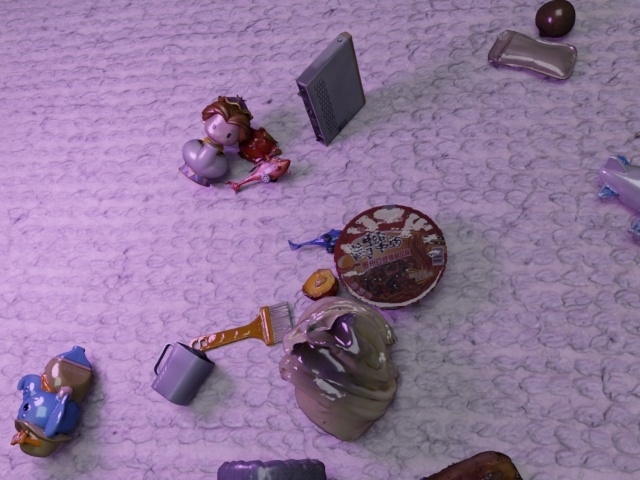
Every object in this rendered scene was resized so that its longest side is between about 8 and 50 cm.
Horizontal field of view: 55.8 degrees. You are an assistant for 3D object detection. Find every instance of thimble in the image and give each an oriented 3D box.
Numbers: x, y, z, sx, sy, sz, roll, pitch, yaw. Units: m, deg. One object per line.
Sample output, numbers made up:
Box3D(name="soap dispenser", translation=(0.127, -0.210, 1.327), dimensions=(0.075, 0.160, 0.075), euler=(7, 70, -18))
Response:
Box3D(name="thimble", translation=(-0.100, 0.545, 1.249), dimensions=(0.236, 0.205, 0.172), euler=(3, 69, -14))

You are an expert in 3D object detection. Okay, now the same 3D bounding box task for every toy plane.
Box3D(name="toy plane", translation=(-0.171, -0.180, 1.654), dimensions=(0.194, 0.126, 0.077), euler=(-25, 90, -2))
Box3D(name="toy plane", translation=(0.782, -0.115, 1.406), dimensions=(0.266, 0.123, 0.267), euler=(-4, 67, 8))
Box3D(name="toy plane", translation=(0.000, 0.000, 1.563), dimensions=(0.167, 0.054, 0.062), euler=(-13, 38, 5))

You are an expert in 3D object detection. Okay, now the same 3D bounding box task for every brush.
Box3D(name="brush", translation=(-0.202, 0.233, 1.514), dimensions=(0.272, 0.013, 0.103), euler=(-16, 63, 5))

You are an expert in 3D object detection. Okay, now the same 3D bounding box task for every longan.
Box3D(name="longan", translation=(0.653, -0.615, 1.684), dimensions=(0.113, 0.092, 0.114), euler=(10, 107, 37))

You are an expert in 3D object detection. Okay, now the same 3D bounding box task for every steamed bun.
Box3D(name="steamed bun", translation=(0.044, 0.264, 1.342), dimensions=(0.275, 0.206, 0.320), euler=(-30, 67, -5))

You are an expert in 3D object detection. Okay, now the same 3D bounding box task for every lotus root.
Box3D(name="lotus root", translation=(0.265, 0.549, 1.231), dimensions=(0.329, 0.078, 0.167), euler=(-29, 61, -3))

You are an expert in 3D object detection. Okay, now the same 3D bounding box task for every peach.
Box3D(name="peach", translation=(0.005, 0.120, 1.491), dimensions=(0.098, 0.061, 0.098), euler=(-25, 36, 20))

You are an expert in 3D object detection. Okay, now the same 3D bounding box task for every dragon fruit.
Box3D(name="dragon fruit", translation=(-0.186, -0.275, 1.717), dimensions=(0.112, 0.068, 0.126), euler=(-39, 63, -5))

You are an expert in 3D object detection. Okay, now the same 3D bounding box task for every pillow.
Box3D(name="pillow", translation=(0.590, -0.517, 1.679), dimensions=(0.232, 0.038, 0.131), euler=(22, 69, 20))

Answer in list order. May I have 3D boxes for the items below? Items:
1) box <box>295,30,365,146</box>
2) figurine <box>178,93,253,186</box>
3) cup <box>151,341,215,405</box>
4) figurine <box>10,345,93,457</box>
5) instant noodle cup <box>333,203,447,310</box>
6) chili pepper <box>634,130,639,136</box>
Box3D(name="box", translation=(0.031, -0.394, 1.612), dimensions=(0.045, 0.270, 0.211), euler=(36, 78, 25))
Box3D(name="figurine", translation=(-0.285, -0.284, 1.669), dimensions=(0.142, 0.189, 0.264), euler=(29, 101, -17))
Box3D(name="cup", translation=(-0.342, 0.311, 1.457), dimensions=(0.128, 0.095, 0.130), euler=(28, 80, 20))
Box3D(name="figurine", translation=(-0.656, 0.395, 1.478), dimensions=(0.179, 0.154, 0.262), euler=(-13, 46, 16))
Box3D(name="instant noodle cup", translation=(0.173, 0.049, 1.475), dimensions=(0.273, 0.091, 0.274), euler=(-5, 65, 10))
Box3D(name="chili pepper", translation=(0.890, -0.247, 1.488), dimensions=(0.208, 0.043, 0.049), euler=(26, 60, 21))
